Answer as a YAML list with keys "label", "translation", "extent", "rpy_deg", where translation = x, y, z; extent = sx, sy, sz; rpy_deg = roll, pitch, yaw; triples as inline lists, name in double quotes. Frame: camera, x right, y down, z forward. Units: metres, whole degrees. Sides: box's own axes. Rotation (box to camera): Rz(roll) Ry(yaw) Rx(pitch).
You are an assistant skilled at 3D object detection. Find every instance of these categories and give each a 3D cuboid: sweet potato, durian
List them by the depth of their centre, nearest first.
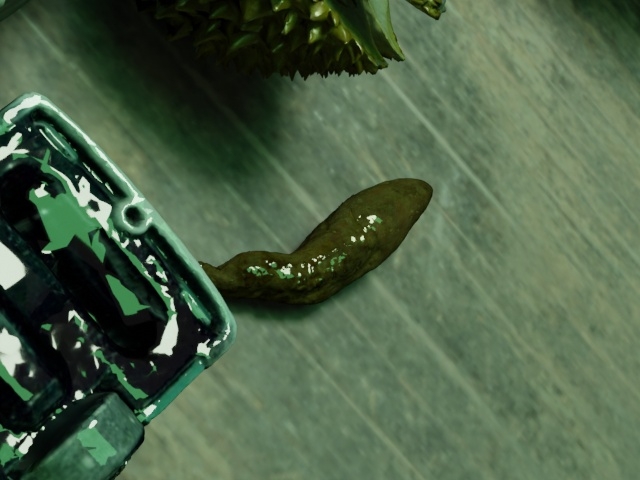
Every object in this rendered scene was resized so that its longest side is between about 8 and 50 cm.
- label: "durian"
  translation: [-0.033, -0.181, 0.778]
  extent: [0.138, 0.193, 0.237]
  rpy_deg: [-5, 22, -11]
- label: "sweet potato"
  translation: [0.003, 0.005, 0.786]
  extent: [0.153, 0.038, 0.041]
  rpy_deg: [-23, 60, -37]

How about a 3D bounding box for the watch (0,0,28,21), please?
- label: "watch"
  translation: [-0.196, -0.172, 0.660]
  extent: [0.241, 0.162, 0.253]
  rpy_deg: [27, 52, -42]

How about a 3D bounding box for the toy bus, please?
- label: "toy bus"
  translation: [-0.161, 0.076, 0.528]
  extent: [0.128, 0.147, 0.256]
  rpy_deg: [50, 50, -7]
